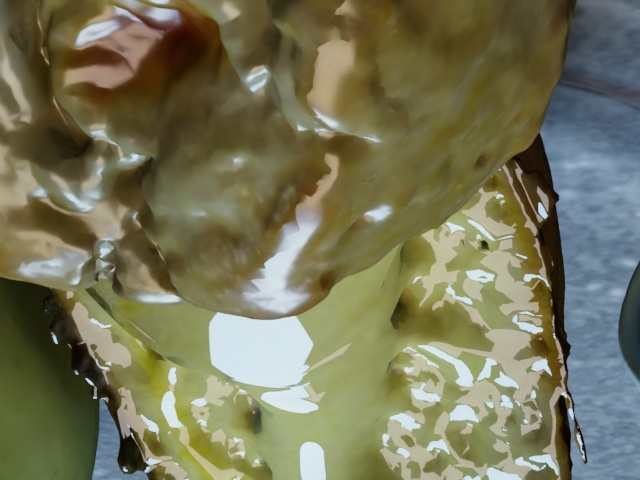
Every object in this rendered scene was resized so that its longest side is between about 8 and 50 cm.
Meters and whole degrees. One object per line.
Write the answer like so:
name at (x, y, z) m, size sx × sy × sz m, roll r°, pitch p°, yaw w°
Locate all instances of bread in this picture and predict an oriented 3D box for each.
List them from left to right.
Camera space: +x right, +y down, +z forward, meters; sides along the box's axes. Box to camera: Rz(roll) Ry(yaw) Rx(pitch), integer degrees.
bread at (-0.054, -0.079, 0.463) m, size 0.244 × 0.134 × 0.244 m, roll 12°, pitch 133°, yaw 13°
bread at (0.000, 0.000, 0.666) m, size 0.204 × 0.162 × 0.262 m, roll -5°, pitch 126°, yaw 18°

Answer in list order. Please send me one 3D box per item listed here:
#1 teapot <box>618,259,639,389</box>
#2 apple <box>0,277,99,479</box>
teapot at (0.220, 0.006, 0.645) m, size 0.232 × 0.159 × 0.159 m, roll -15°, pitch 144°, yaw 28°
apple at (-0.229, 0.055, 0.705) m, size 0.279 × 0.279 × 0.279 m, roll 3°, pitch 149°, yaw 2°
